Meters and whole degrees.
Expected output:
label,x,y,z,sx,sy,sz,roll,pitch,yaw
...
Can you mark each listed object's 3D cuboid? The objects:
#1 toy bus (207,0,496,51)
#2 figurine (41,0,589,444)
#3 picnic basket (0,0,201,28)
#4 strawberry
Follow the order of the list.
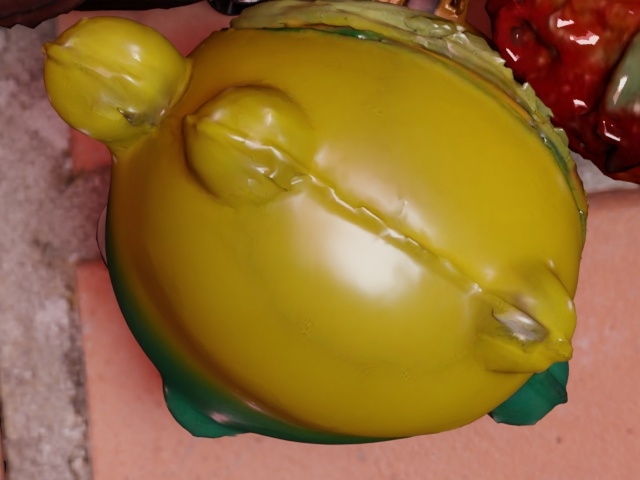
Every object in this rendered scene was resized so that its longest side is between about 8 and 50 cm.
label,x,y,z,sx,sy,sz,roll,pitch,yaw
toy bus,0.022,-0.143,1.076,0.194,0.083,0.088,26,87,-9
figurine,0.000,0.000,0.940,0.323,0.340,0.231,32,84,-7
picnic basket,-0.128,-0.247,1.001,0.129,0.222,0.297,11,85,-51
strawberry,0.224,-0.144,1.020,0.261,0.257,0.261,0,89,11
